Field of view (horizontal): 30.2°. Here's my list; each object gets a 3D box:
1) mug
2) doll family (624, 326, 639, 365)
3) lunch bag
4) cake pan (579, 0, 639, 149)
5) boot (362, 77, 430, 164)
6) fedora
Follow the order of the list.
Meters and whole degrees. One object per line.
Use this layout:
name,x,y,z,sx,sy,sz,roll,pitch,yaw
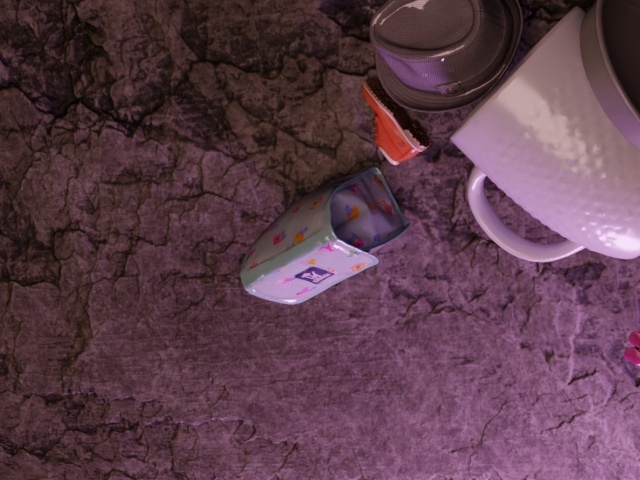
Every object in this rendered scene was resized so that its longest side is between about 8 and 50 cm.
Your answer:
mug,0.381,-0.115,1.827,0.328,0.276,0.374,44,129,0
doll family,0.574,0.085,1.864,0.118,0.163,0.262,20,117,23
lunch bag,0.000,0.000,2.062,0.223,0.262,0.160,-28,95,31
cake pan,0.471,-0.237,1.667,0.054,0.293,0.293,-31,94,46
boot,0.110,-0.204,2.050,0.085,0.059,0.158,-35,93,37
fedora,0.176,-0.332,1.880,0.276,0.124,0.243,4,86,33
